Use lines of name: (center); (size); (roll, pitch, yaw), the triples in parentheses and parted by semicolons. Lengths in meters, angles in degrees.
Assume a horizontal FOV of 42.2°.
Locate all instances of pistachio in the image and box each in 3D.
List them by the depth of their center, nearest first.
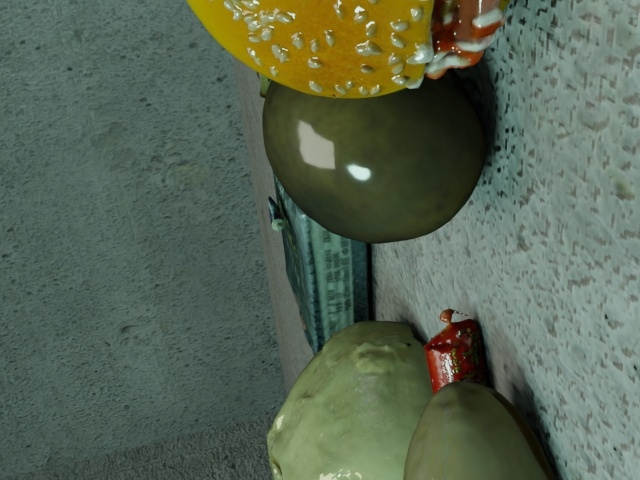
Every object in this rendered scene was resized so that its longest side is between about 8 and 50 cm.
pistachio: (0.126, 0.199, 0.631); (0.124, 0.125, 0.184); (114, 150, -76)

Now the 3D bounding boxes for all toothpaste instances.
toothpaste: (-0.062, -0.035, 1.152); (0.027, 0.019, 0.083); (61, -175, -28)

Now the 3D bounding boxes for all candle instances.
candle: (0.123, 0.124, 0.738); (0.052, 0.052, 0.130); (-155, 56, -80)

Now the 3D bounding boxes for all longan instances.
longan: (0.040, -0.078, 0.624); (0.187, 0.168, 0.167); (-141, 39, -61)

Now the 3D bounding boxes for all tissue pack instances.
tissue pack: (0.000, 0.000, 1.209); (0.228, 0.103, 0.315); (-113, 13, -46)

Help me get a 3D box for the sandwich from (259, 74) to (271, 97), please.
sandwich: (-0.041, -0.244, 1.186); (0.258, 0.096, 0.094); (-125, 31, -73)

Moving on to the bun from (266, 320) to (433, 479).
bun: (0.045, 0.282, 0.977); (0.364, 0.202, 0.364); (170, 90, -80)

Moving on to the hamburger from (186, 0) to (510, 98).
hamburger: (0.008, -0.225, 0.457); (0.151, 0.227, 0.295); (-76, -17, -48)
